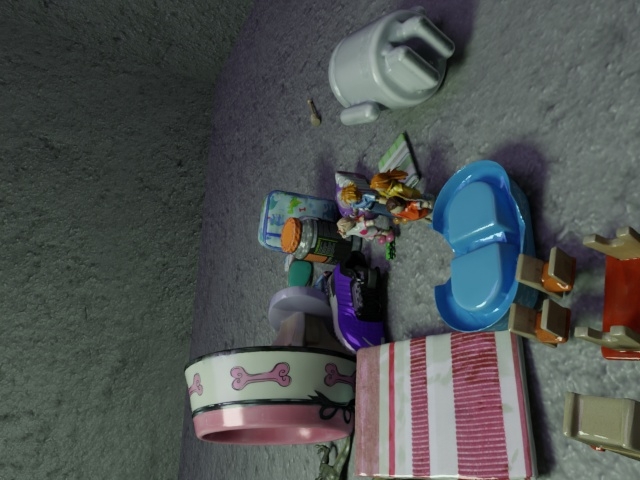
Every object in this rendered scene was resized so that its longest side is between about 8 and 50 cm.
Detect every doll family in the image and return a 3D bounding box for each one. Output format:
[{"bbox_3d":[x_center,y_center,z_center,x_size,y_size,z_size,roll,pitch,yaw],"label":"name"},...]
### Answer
[{"bbox_3d":[0.133,-0.080,1.055,0.263,0.163,0.118,-22,57,54],"label":"doll family"}]

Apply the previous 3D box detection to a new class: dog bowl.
[{"bbox_3d":[-0.100,0.362,1.100,0.408,0.408,0.150,-43,42,52],"label":"dog bowl"},{"bbox_3d":[0.272,0.013,0.816,0.166,0.074,0.297,-30,47,49],"label":"dog bowl"}]

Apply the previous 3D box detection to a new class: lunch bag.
[{"bbox_3d":[-0.062,-0.043,1.408,0.090,0.219,0.176,175,105,-71],"label":"lunch bag"}]

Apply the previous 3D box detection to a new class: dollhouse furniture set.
[{"bbox_3d":[0.372,0.120,0.584,0.262,0.135,0.259,-20,51,61],"label":"dollhouse furniture set"}]

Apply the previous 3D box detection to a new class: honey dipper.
[{"bbox_3d":[-0.028,-0.453,1.721,0.030,0.030,0.161,-60,30,36],"label":"honey dipper"}]

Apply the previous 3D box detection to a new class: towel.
[{"bbox_3d":[0.186,-0.167,1.174,0.113,0.023,0.152,-50,36,43],"label":"towel"},{"bbox_3d":[0.193,0.279,0.840,0.329,0.037,0.237,-21,55,39],"label":"towel"}]

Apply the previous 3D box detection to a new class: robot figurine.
[{"bbox_3d":[0.146,-0.399,1.134,0.300,0.199,0.353,-60,24,-7],"label":"robot figurine"}]

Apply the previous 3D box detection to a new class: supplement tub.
[{"bbox_3d":[0.000,0.000,1.291,0.117,0.190,0.117,-36,48,55],"label":"supplement tub"}]

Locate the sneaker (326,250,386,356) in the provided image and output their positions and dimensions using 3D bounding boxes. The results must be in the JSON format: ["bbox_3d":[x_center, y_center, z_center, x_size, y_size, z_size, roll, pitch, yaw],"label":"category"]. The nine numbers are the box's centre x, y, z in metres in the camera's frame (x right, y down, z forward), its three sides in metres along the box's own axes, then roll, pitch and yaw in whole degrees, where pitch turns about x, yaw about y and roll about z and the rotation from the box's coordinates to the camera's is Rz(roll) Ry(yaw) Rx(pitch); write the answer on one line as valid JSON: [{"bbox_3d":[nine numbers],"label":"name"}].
[{"bbox_3d":[0.095,0.134,1.144,0.146,0.102,0.293,-62,30,31],"label":"sneaker"}]

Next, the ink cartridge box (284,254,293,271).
[{"bbox_3d":[-0.091,0.068,1.645,0.083,0.028,0.048,-41,45,53],"label":"ink cartridge box"}]

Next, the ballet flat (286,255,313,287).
[{"bbox_3d":[-0.061,0.068,1.548,0.079,0.076,0.222,115,163,-69],"label":"ballet flat"}]

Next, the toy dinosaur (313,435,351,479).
[{"bbox_3d":[0.021,0.557,1.182,0.118,0.064,0.268,-5,66,69],"label":"toy dinosaur"}]

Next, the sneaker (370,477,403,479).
[{"bbox_3d":[0.143,0.620,0.869,0.182,0.158,0.410,-1,75,33],"label":"sneaker"}]

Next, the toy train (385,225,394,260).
[{"bbox_3d":[0.162,0.007,1.154,0.024,0.017,0.083,133,142,-66],"label":"toy train"}]

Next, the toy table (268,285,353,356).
[{"bbox_3d":[-0.046,0.252,1.249,0.274,0.252,0.161,61,-158,-53],"label":"toy table"}]

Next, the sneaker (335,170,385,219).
[{"bbox_3d":[0.093,-0.095,1.266,0.236,0.095,0.105,-118,39,-60],"label":"sneaker"}]

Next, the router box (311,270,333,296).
[{"bbox_3d":[0.017,0.159,1.371,0.092,0.038,0.122,-54,35,44],"label":"router box"}]
